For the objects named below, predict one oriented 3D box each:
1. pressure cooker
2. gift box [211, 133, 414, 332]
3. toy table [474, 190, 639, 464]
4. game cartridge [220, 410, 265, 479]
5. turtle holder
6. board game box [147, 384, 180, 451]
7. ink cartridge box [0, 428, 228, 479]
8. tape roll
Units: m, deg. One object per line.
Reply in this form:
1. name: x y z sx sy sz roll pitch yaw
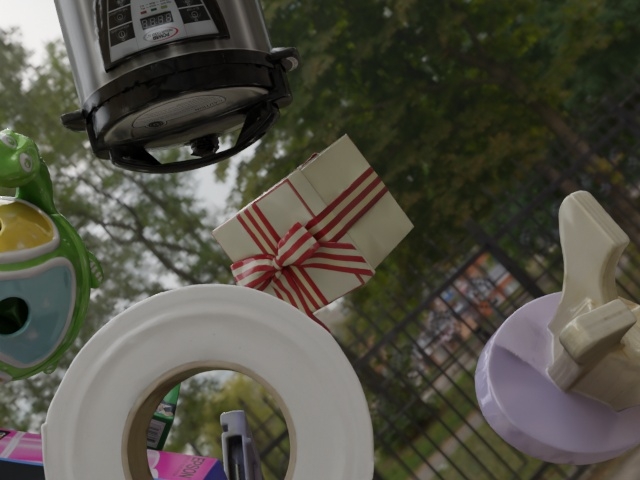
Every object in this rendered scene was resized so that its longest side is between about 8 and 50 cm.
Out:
1. pressure cooker: -0.260 -0.332 1.686 0.375 0.420 0.370 -9 -9 -44
2. gift box: 0.000 0.000 1.687 0.255 0.276 0.258 -39 2 42
3. toy table: 0.289 0.092 0.913 0.274 0.252 0.161 -30 -20 -42
4. game cartridge: -0.122 0.509 1.661 0.068 0.355 0.230 -12 -37 3
5. turtle holder: -0.425 0.044 1.257 0.320 0.243 0.227 -46 -9 5
6. board game box: -0.259 0.318 1.263 0.213 0.046 0.317 -104 36 -72
7. ink cartridge box: -0.232 0.285 1.036 0.176 0.371 0.069 -43 -39 -80
8. tape roll: -0.095 0.184 0.839 0.286 0.286 0.100 -43 -7 -6
